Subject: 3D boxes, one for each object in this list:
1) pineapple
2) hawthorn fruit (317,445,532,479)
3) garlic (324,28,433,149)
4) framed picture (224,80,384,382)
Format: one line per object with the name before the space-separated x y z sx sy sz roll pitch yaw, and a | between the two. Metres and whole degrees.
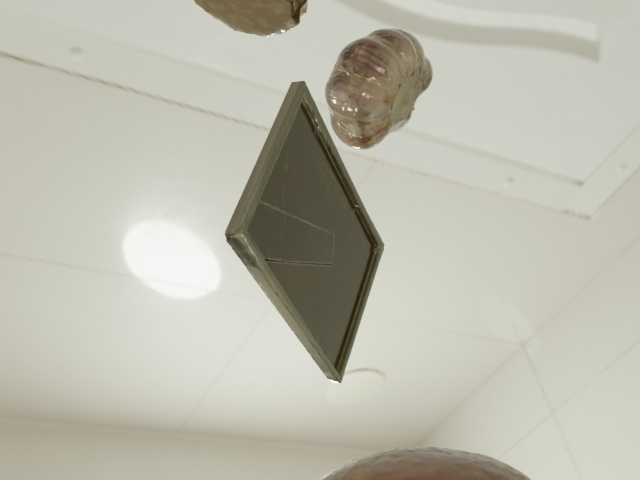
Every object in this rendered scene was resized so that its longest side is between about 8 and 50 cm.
pineapple | -0.061 -0.421 1.053 0.169 0.169 0.340 19 -113 -22
hawthorn fruit | 0.103 0.443 0.968 0.403 0.403 0.402 22 -141 -19
garlic | 0.064 -0.189 1.072 0.102 0.147 0.159 28 -108 24
framed picture | 0.000 0.000 0.863 0.260 0.023 0.189 59 -139 -45
